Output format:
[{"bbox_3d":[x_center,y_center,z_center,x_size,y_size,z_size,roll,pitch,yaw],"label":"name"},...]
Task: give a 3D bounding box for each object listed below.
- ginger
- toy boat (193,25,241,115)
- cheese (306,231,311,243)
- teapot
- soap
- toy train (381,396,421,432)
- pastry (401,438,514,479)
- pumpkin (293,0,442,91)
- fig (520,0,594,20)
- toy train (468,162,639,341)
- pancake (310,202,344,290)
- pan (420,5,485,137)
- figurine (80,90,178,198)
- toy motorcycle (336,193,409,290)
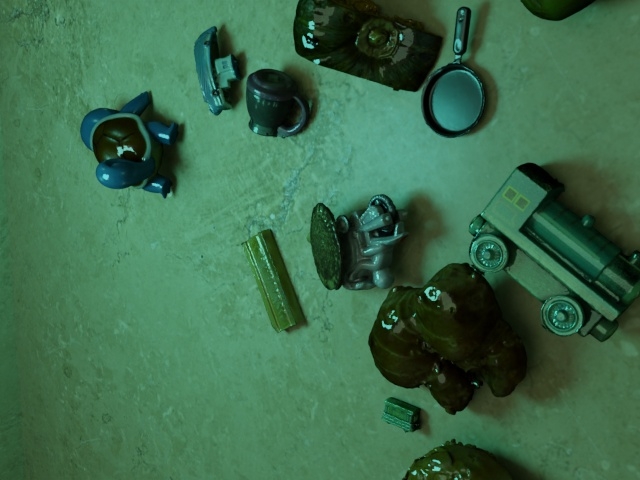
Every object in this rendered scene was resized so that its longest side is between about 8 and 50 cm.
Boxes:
[{"bbox_3d":[0.234,0.200,1.247,0.274,0.152,0.357,44,136,-9],"label":"ginger"},{"bbox_3d":[-0.247,-0.426,1.605,0.102,0.088,0.215,-13,90,9],"label":"toy boat"},{"bbox_3d":[-0.001,0.001,1.487,0.084,0.041,0.060,-39,74,40],"label":"cheese"},{"bbox_3d":[-0.104,-0.309,1.487,0.116,0.148,0.146,-99,19,-48],"label":"teapot"},{"bbox_3d":[-0.122,0.103,1.626,0.092,0.037,0.252,-28,81,44],"label":"soap"},{"bbox_3d":[0.178,0.381,1.412,0.093,0.038,0.056,13,102,41],"label":"toy train"},{"bbox_3d":[0.304,0.539,1.245,0.311,0.162,0.255,50,126,25],"label":"pastry"},{"bbox_3d":[0.083,-0.410,1.291,0.281,0.190,0.139,17,118,-8],"label":"pumpkin"},{"bbox_3d":[0.386,-0.471,0.944,0.275,0.206,0.206,-44,69,25],"label":"fig"},{"bbox_3d":[0.393,0.023,1.078,0.298,0.120,0.194,44,118,24],"label":"toy train"},{"bbox_3d":[0.012,0.016,1.381,0.199,0.021,0.199,169,90,-72],"label":"pancake"},{"bbox_3d":[0.254,-0.307,1.190,0.136,0.028,0.235,22,117,37],"label":"pan"},{"bbox_3d":[-0.537,-0.247,1.837,0.416,0.243,0.297,-130,39,-49],"label":"figurine"},{"bbox_3d":[0.102,0.026,1.352,0.171,0.110,0.260,59,138,17],"label":"toy motorcycle"}]
